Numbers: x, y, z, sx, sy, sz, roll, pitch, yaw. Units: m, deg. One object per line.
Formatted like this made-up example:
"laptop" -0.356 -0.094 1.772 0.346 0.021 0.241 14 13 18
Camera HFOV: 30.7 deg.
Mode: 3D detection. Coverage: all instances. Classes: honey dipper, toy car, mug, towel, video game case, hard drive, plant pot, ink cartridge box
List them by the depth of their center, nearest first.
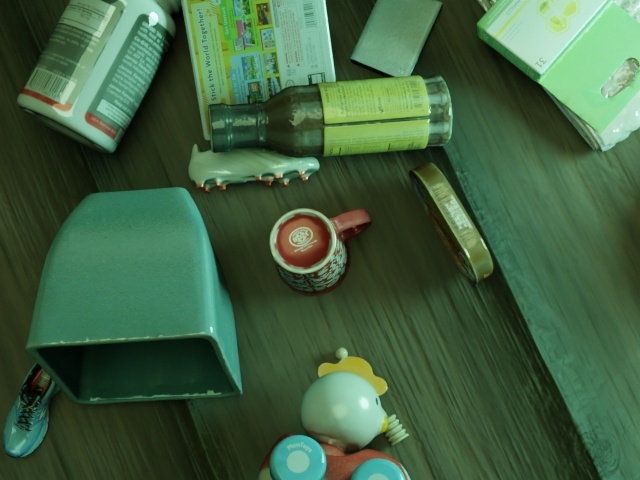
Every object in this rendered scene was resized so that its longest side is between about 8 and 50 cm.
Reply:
"toy car" 0.042 0.270 1.601 0.210 0.219 0.238 15 65 6
"plant pot" -0.248 0.068 1.627 0.248 0.247 0.252 -4 64 4
"mug" -0.010 -0.003 1.649 0.113 0.169 0.150 29 85 9
"ink cartridge box" 0.367 -0.293 1.675 0.235 0.056 0.171 41 87 12
"honey dipper" 0.071 0.221 1.681 0.030 0.030 0.160 -33 77 -1
"video game case" -0.087 -0.274 1.710 0.206 0.026 0.226 -10 107 -5
"towel" 0.449 -0.346 1.727 0.332 0.053 0.317 -36 81 -1
"hard drive" 0.115 -0.314 1.761 0.094 0.022 0.135 24 84 8

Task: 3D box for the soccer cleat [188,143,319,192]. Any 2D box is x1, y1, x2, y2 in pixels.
"soccer cleat" -0.100 -0.119 1.728 0.196 0.068 0.076 -5 78 7

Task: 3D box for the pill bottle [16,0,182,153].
"pill bottle" -0.312 -0.286 1.720 0.161 0.161 0.283 26 84 8

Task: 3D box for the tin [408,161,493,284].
"tin" 0.188 -0.027 1.669 0.040 0.106 0.189 -30 81 -1

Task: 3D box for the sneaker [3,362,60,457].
"sneaker" -0.424 0.236 1.693 0.063 0.073 0.162 19 83 7

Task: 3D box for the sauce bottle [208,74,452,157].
"sauce bottle" 0.012 -0.176 1.680 0.345 0.111 0.111 -3 81 -7
